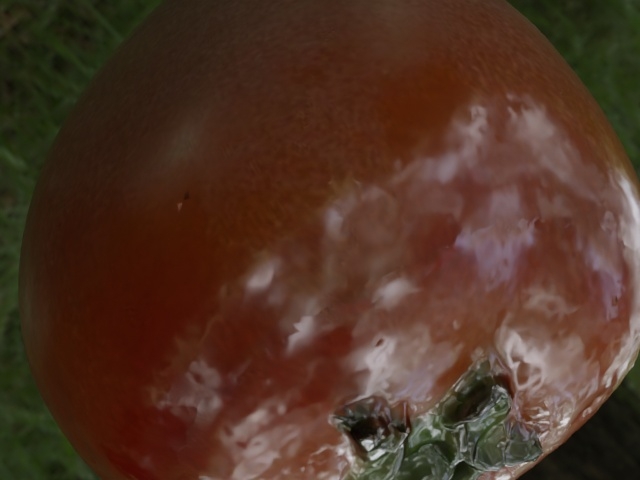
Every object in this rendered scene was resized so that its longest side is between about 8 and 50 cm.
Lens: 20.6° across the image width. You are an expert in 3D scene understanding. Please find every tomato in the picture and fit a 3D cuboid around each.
[{"bbox_3d":[0.000,0.000,0.892,0.321,0.321,0.321,-36,157,-18],"label":"tomato"}]
